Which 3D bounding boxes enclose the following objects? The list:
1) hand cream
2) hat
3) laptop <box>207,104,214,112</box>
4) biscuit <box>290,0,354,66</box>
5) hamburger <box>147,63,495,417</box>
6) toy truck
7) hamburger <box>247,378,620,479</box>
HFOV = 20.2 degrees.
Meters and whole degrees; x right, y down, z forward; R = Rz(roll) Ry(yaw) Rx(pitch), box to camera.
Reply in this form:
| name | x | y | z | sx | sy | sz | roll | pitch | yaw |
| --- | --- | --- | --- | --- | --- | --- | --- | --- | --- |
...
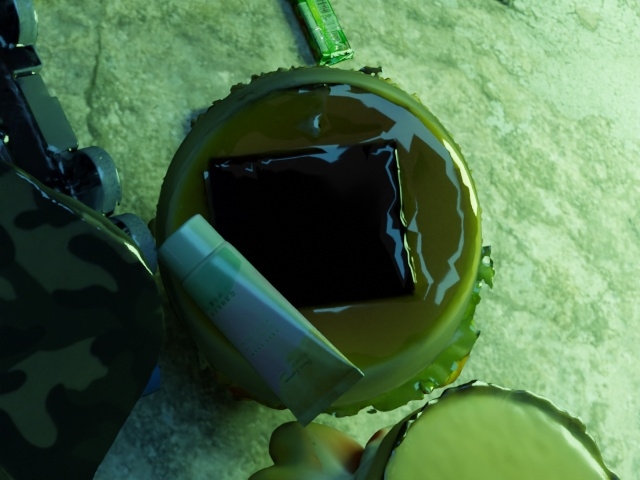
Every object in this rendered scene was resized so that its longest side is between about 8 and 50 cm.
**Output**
| name | x | y | z | sx | sy | sz | roll | pitch | yaw |
| --- | --- | --- | --- | --- | --- | --- | --- | --- | --- |
| hand cream | -0.049 | 0.057 | 1.349 | 0.174 | 0.076 | 0.047 | 47 | 35 | 1 |
| hat | -0.288 | 0.138 | 1.192 | 0.366 | 0.382 | 0.257 | 29 | 35 | -9 |
| laptop | -0.005 | -0.042 | 1.612 | 0.207 | 0.026 | 0.154 | 13 | 59 | -21 |
| biscuit | 0.001 | -0.204 | 1.710 | 0.046 | 0.016 | 0.089 | -13 | 71 | -31 |
| hamburger | 0.000 | 0.000 | 1.466 | 0.276 | 0.179 | 0.294 | -9 | 89 | -3 |
| toy truck | -0.252 | -0.026 | 1.378 | 0.146 | 0.175 | 0.367 | -15 | 72 | -35 |
| hamburger | 0.091 | 0.252 | 1.402 | 0.302 | 0.186 | 0.261 | 33 | 54 | -21 |
